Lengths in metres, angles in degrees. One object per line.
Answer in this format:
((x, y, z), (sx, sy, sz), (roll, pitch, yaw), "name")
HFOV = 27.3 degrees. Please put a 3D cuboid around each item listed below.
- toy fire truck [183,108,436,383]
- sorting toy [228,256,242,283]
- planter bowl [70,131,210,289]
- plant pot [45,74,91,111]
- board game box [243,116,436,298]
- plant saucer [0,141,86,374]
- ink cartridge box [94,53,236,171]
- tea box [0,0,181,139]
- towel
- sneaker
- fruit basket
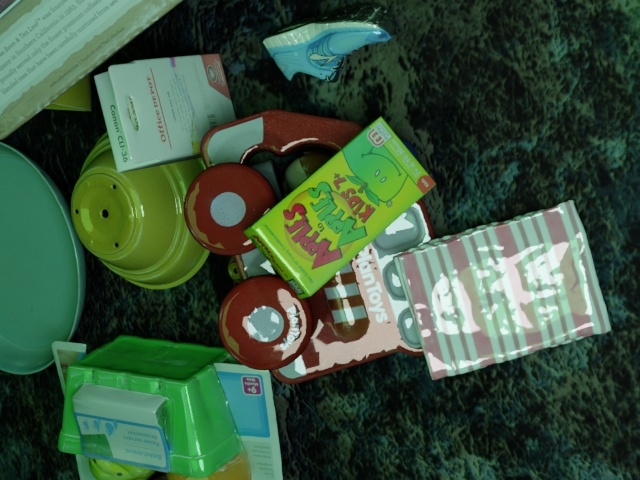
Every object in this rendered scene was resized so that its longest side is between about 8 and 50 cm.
((0.000, 0.000, 1.437), (0.254, 0.169, 0.302), (-17, 89, 1), "toy fire truck")
((-0.084, 0.009, 1.555), (0.061, 0.042, 0.102), (15, 107, 30), "sorting toy")
((-0.238, -0.038, 1.616), (0.217, 0.090, 0.217), (7, 103, 31), "planter bowl")
((-0.418, -0.269, 1.626), (0.212, 0.212, 0.187), (7, 91, 31), "plant pot")
((0.021, -0.034, 1.352), (0.092, 0.181, 0.043), (50, 163, -5), "board game box")
((-0.412, 0.019, 1.748), (0.318, 0.044, 0.317), (12, 110, 37), "plant saucer")
((-0.183, -0.145, 1.494), (0.067, 0.198, 0.115), (-13, 92, 33), "ink cartridge box")
((-0.238, -0.328, 1.389), (0.329, 0.323, 0.220), (-30, 107, 34), "tea box")
((0.188, 0.053, 1.361), (0.197, 0.029, 0.144), (-17, 92, 12), "towel")
((0.017, -0.213, 1.448), (0.162, 0.063, 0.073), (-7, 113, 37), "sneaker")
((-0.184, 0.301, 1.607), (0.327, 0.165, 0.353), (5, 105, 32), "fruit basket")
